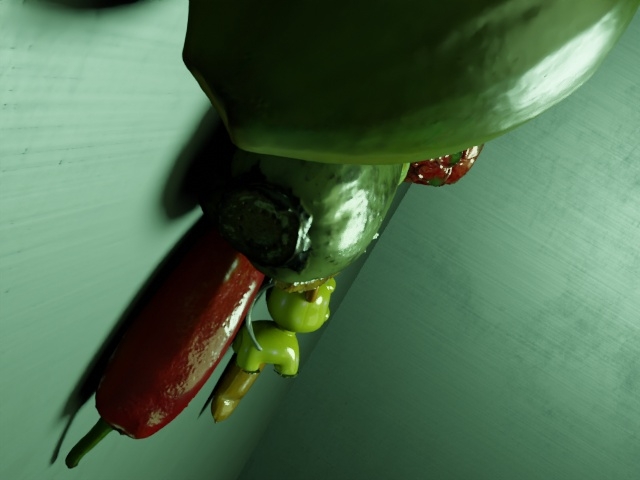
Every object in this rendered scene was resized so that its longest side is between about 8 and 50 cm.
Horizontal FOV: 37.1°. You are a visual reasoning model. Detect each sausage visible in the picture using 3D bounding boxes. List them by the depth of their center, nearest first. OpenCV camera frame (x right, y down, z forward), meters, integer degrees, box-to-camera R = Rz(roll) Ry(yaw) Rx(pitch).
[{"bbox_3d":[-0.139,0.236,1.648,0.062,0.054,0.183,13,114,-49],"label":"sausage"}]

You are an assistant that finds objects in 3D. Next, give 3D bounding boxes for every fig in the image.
[{"bbox_3d":[0.041,-0.150,0.516,0.271,0.239,0.239,-43,168,-22],"label":"fig"}]

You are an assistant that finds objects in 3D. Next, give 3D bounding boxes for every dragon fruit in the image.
[{"bbox_3d":[0.210,-0.193,1.699,0.274,0.193,0.192,-42,134,-68],"label":"dragon fruit"}]

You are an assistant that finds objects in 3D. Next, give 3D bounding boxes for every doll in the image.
[{"bbox_3d":[-0.051,0.101,1.482,0.143,0.135,0.221,-113,-139,-58],"label":"doll"}]

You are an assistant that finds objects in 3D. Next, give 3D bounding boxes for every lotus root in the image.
[{"bbox_3d":[0.002,-0.079,0.904,0.173,0.173,0.309,-63,179,34],"label":"lotus root"}]

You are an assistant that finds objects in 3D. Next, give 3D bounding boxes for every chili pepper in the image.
[{"bbox_3d":[-0.118,0.071,0.932,0.368,0.092,0.137,-53,-177,-22],"label":"chili pepper"}]

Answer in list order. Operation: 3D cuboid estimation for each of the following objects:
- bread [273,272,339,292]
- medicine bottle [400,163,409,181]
[{"bbox_3d":[0.000,0.000,1.381,0.233,0.105,0.076,-59,173,-34],"label":"bread"},{"bbox_3d":[0.048,-0.107,1.213,0.124,0.124,0.239,-60,174,13],"label":"medicine bottle"}]
